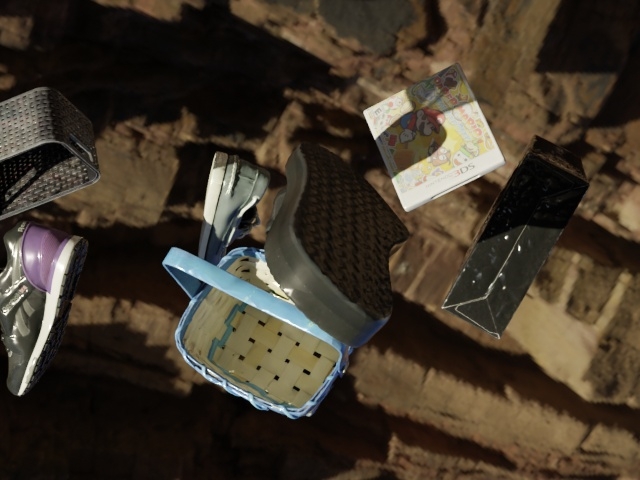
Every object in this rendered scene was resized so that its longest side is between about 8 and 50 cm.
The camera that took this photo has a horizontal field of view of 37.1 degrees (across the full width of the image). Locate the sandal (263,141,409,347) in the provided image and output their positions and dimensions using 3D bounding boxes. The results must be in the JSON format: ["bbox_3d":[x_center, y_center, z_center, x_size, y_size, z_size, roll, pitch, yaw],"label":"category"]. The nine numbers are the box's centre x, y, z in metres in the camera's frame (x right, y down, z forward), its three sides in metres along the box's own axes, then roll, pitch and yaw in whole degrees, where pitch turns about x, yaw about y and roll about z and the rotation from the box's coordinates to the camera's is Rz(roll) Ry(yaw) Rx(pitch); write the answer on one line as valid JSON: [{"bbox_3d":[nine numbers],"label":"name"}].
[{"bbox_3d":[-0.002,-0.001,1.012,0.167,0.107,0.446,44,-163,-5],"label":"sandal"}]

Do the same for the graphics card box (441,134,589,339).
[{"bbox_3d":[0.279,-0.021,1.344,0.094,0.233,0.371,30,-166,8],"label":"graphics card box"}]

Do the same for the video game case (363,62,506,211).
[{"bbox_3d":[0.211,-0.196,1.797,0.026,0.206,0.227,36,-150,-63],"label":"video game case"}]

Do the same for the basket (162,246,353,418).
[{"bbox_3d":[-0.075,0.113,1.278,0.254,0.201,0.289,27,167,13],"label":"basket"}]

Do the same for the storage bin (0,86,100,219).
[{"bbox_3d":[-0.386,-0.107,1.211,0.122,0.180,0.084,51,-158,-63],"label":"storage bin"}]

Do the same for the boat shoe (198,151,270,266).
[{"bbox_3d":[-0.150,-0.032,1.614,0.099,0.319,0.116,9,-122,-6],"label":"boat shoe"}]

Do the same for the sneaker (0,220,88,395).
[{"bbox_3d":[-0.454,0.099,1.464,0.124,0.283,0.107,21,-162,-1],"label":"sneaker"}]
